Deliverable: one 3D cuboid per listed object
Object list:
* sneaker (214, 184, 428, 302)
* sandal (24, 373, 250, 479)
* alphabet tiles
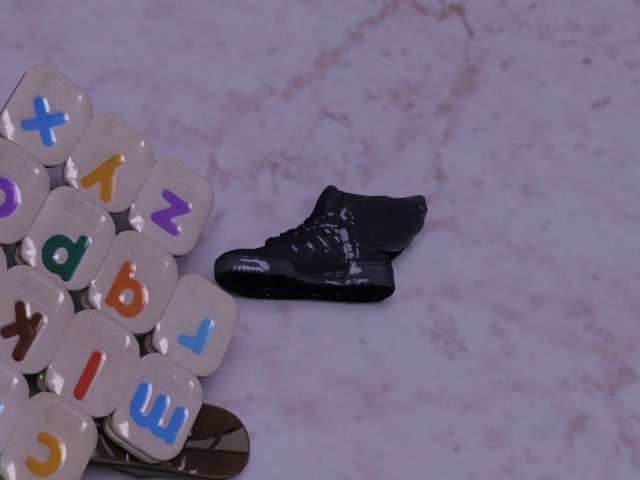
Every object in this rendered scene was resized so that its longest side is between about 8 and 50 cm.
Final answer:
[{"bbox_3d":[0.001,-0.001,1.299,0.170,0.051,0.089,5,65,-16],"label":"sneaker"},{"bbox_3d":[-0.138,0.133,1.207,0.180,0.049,0.072,19,66,-21],"label":"sandal"},{"bbox_3d":[-0.189,0.027,1.157,0.284,0.021,0.278,36,57,-21],"label":"alphabet tiles"}]
